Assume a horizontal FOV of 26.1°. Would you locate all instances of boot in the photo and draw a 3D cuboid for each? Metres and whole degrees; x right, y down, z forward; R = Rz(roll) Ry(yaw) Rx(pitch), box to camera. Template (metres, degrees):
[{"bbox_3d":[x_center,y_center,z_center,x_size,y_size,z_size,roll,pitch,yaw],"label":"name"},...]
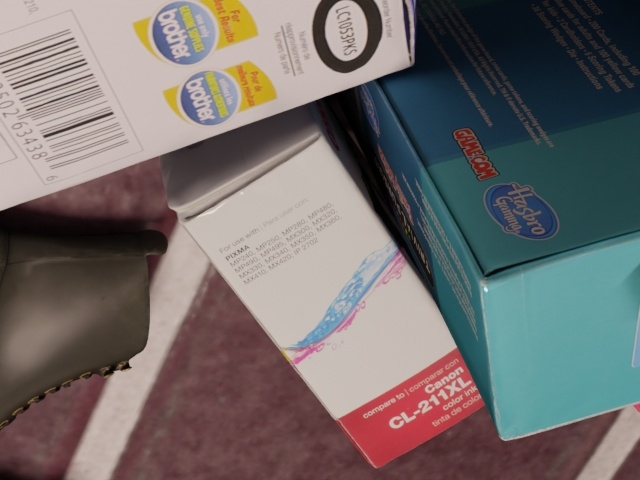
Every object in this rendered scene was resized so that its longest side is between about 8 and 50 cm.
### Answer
[{"bbox_3d":[-0.154,0.081,0.699,0.137,0.077,0.198,0,124,-21],"label":"boot"}]

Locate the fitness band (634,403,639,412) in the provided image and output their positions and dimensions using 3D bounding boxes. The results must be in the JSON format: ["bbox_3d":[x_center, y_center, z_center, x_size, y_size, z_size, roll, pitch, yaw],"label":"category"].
[{"bbox_3d":[0.295,0.016,0.785,0.291,0.054,0.209,-8,122,-10],"label":"fitness band"}]

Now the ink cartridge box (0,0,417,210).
[{"bbox_3d":[-0.120,-0.133,0.453,0.395,0.151,0.270,-18,157,-1],"label":"ink cartridge box"}]

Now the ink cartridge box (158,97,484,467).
[{"bbox_3d":[0.000,0.000,0.647,0.072,0.127,0.175,-30,125,7],"label":"ink cartridge box"}]

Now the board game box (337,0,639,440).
[{"bbox_3d":[0.190,-0.069,0.573,0.336,0.254,0.079,-15,126,-4],"label":"board game box"}]
